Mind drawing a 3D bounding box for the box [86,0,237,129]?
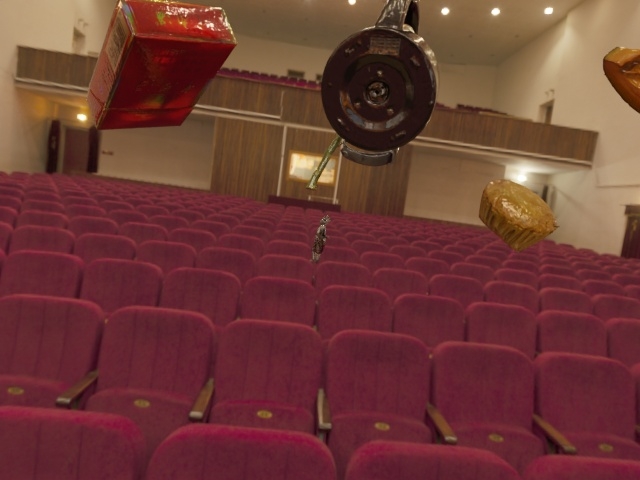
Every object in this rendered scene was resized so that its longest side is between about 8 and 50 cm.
[{"bbox_3d":[-0.331,-0.336,0.868,0.197,0.089,0.313,-19,-5,-41],"label":"box"}]

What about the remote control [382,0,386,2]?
[{"bbox_3d":[0.279,-0.810,1.226,0.277,0.103,0.056,-23,32,24],"label":"remote control"}]

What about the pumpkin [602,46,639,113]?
[{"bbox_3d":[0.682,-0.298,0.797,0.149,0.130,0.254,32,18,-43],"label":"pumpkin"}]

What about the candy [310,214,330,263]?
[{"bbox_3d":[-0.001,0.000,1.571,0.051,0.094,0.226,13,-39,-4],"label":"candy"}]

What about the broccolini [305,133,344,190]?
[{"bbox_3d":[0.062,-0.352,1.703,0.073,0.392,0.079,28,-12,1],"label":"broccolini"}]

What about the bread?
[{"bbox_3d":[0.591,-0.084,1.316,0.239,0.139,0.240,17,43,-16],"label":"bread"}]

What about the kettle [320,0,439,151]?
[{"bbox_3d":[0.145,-0.347,0.846,0.207,0.269,0.290,15,34,14],"label":"kettle"}]

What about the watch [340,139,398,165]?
[{"bbox_3d":[0.188,-0.348,1.566,0.206,0.193,0.068,31,-28,24],"label":"watch"}]
